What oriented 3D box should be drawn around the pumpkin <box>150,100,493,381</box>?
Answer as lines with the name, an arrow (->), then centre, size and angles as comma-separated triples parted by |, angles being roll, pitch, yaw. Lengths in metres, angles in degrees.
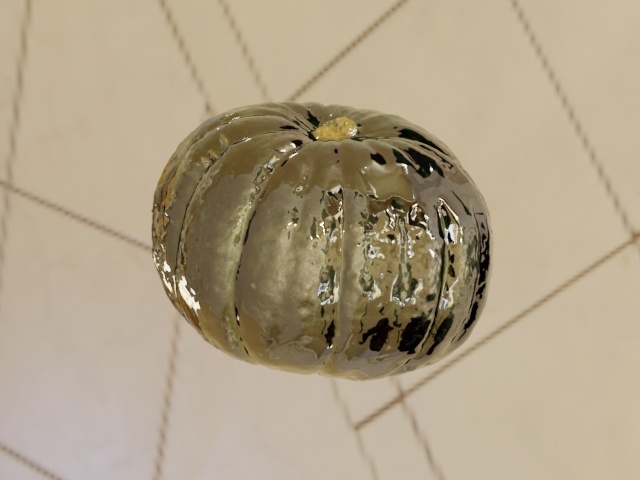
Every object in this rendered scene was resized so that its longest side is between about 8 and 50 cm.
pumpkin -> 0.000, 0.000, 1.172 | 0.220, 0.220, 0.162 | 18, 108, 41
